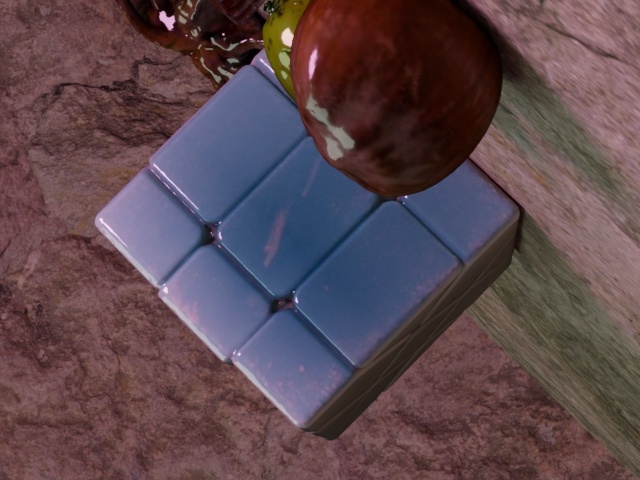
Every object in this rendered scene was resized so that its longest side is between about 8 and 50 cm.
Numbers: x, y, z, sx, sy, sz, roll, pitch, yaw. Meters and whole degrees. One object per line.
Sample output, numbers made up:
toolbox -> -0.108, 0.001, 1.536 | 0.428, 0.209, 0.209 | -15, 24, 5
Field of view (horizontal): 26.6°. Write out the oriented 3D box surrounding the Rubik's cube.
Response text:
Rubik's cube -> 0.000, 0.000, 1.484 | 0.316, 0.322, 0.319 | 46, 178, 12

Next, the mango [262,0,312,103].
mango -> 0.037, -0.134, 1.026 | 0.178, 0.119, 0.100 | 39, 137, -8

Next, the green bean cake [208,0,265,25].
green bean cake -> -0.127, -0.309, 1.474 | 0.135, 0.056, 0.136 | 46, 179, 19

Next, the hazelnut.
hazelnut -> 0.044, -0.105, 0.898 | 0.154, 0.143, 0.143 | 48, 177, -42

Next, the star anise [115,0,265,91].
star anise -> -0.161, -0.279, 1.779 | 0.292, 0.109, 0.349 | 5, 144, 50
